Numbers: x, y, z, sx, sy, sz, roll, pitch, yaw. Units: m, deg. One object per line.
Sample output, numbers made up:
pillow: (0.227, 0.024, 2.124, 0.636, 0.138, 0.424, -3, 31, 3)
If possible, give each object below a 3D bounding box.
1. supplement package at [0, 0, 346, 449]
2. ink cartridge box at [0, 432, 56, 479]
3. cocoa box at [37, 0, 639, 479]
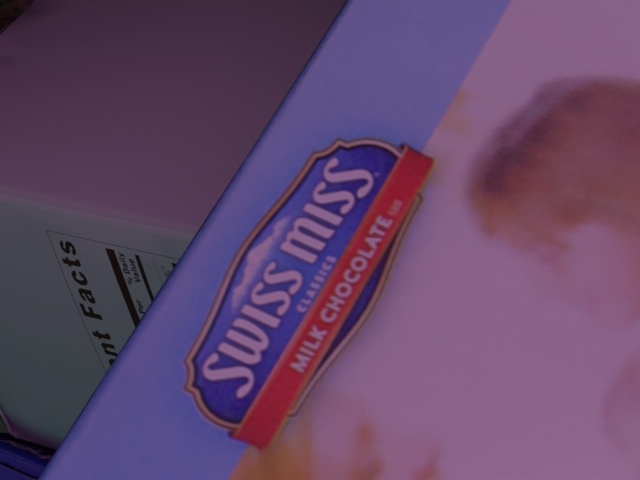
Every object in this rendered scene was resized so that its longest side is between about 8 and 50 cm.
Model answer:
supplement package: (0.000, 0.000, 0.771, 0.293, 0.177, 0.175, 12, 139, 30)
ink cartridge box: (-0.113, 0.246, 0.927, 0.151, 0.270, 0.395, 19, 179, 19)
cocoa box: (0.095, 0.054, 0.454, 0.231, 0.347, 0.228, 26, 159, 14)
